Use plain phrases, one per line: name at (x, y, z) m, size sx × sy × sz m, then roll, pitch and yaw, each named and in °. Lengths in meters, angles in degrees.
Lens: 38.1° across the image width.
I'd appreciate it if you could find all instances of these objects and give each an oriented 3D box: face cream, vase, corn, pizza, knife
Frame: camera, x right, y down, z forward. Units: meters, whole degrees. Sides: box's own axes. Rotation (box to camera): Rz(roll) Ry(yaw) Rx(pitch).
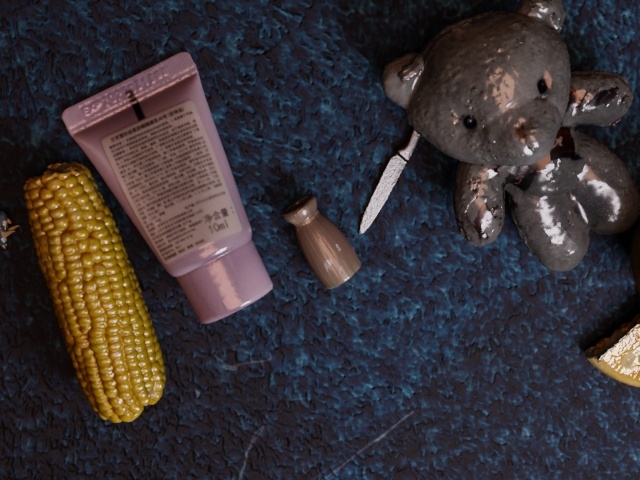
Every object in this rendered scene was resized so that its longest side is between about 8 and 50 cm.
face cream at (-0.151, -0.049, 0.998) m, size 0.154 × 0.096 × 0.274 m, roll -26°, pitch 95°, yaw 2°
vase at (0.000, 0.000, 1.047) m, size 0.053 × 0.053 × 0.101 m, roll -32°, pitch 105°, yaw 1°
corn at (-0.239, 0.068, 1.004) m, size 0.101 × 0.101 × 0.310 m, roll -14°, pitch 108°, yaw -5°
pizza at (0.416, 0.124, 1.154) m, size 0.178 × 0.041 × 0.131 m, roll -6°, pitch 110°, yaw -7°
knife at (0.084, -0.080, 1.058) m, size 0.023 × 0.010 × 0.170 m, roll 24°, pitch 103°, yaw -15°

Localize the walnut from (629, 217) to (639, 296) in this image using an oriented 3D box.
walnut at (0.434, 0.025, 1.046) m, size 0.167 × 0.207 × 0.167 m, roll 5°, pitch 109°, yaw 15°

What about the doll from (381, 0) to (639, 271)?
doll at (0.237, -0.102, 0.998) m, size 0.246 × 0.158 × 0.340 m, roll -35°, pitch 109°, yaw 5°

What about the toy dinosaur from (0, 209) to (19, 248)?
toy dinosaur at (-0.368, -0.001, 0.999) m, size 0.083 × 0.030 × 0.047 m, roll -28°, pitch 106°, yaw 0°
